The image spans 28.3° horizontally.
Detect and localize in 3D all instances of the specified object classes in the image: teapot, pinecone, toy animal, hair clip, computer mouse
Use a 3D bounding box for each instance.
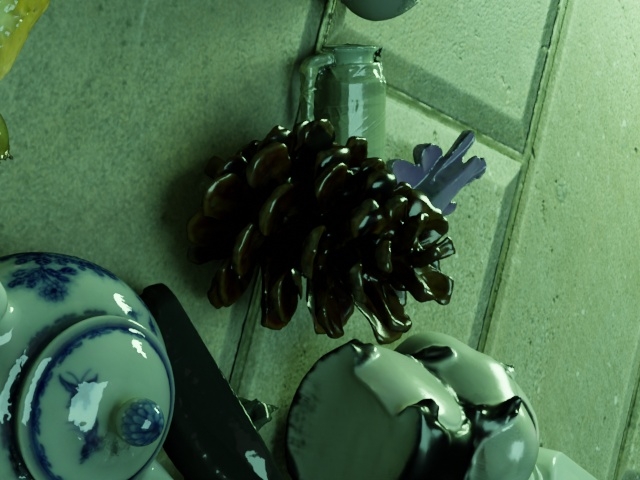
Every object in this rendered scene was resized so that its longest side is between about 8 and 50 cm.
[{"bbox_3d":[0.021,-0.129,1.475,0.107,0.077,0.200,-7,102,-32],"label":"teapot"},{"bbox_3d":[0.000,0.000,1.336,0.244,0.309,0.244,-36,142,-35],"label":"pinecone"},{"bbox_3d":[-0.233,0.137,1.112,0.252,0.280,0.424,-53,128,-27],"label":"teapot"},{"bbox_3d":[0.127,0.233,1.539,0.310,0.251,0.251,10,89,-45],"label":"toy animal"},{"bbox_3d":[0.108,-0.033,1.577,0.278,0.090,0.137,-54,130,-31],"label":"hair clip"},{"bbox_3d":[-0.130,0.173,1.282,0.086,0.137,0.270,-29,81,-14],"label":"computer mouse"}]

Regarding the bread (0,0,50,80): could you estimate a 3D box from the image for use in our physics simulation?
[{"bbox_3d":[-0.286,-0.327,1.054,0.236,0.165,0.375,36,68,-25],"label":"bread"}]

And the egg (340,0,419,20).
[{"bbox_3d":[0.078,-0.348,1.443,0.146,0.146,0.199,23,87,-45],"label":"egg"}]

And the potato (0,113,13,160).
[{"bbox_3d":[-0.347,-0.104,1.092,0.172,0.100,0.089,-7,96,-42],"label":"potato"}]

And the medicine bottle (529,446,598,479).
[{"bbox_3d":[0.321,0.401,1.833,0.324,0.124,0.179,38,69,-44],"label":"medicine bottle"}]

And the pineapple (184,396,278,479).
[{"bbox_3d":[-0.111,0.288,1.380,0.128,0.128,0.248,21,78,-45],"label":"pineapple"}]
